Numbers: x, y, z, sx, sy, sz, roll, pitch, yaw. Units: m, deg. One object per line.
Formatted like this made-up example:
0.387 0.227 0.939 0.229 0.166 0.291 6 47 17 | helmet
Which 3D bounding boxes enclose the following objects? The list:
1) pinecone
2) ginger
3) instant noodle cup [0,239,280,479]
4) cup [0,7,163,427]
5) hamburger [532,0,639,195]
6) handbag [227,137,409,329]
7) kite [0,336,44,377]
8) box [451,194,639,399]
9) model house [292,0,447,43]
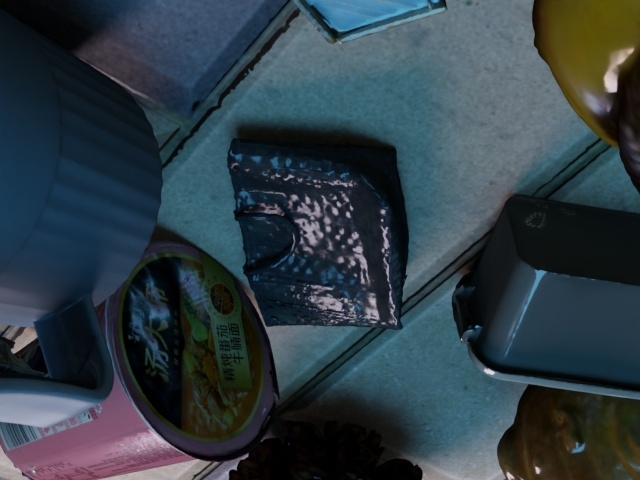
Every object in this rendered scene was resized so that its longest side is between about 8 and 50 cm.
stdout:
0.009 0.349 1.354 0.298 0.296 0.242 33 133 -6 | pinecone
0.335 0.232 1.262 0.200 0.223 0.269 -19 130 40 | ginger
-0.213 0.152 1.220 0.255 0.244 0.244 -26 130 35 | instant noodle cup
-0.272 -0.047 0.876 0.257 0.331 0.311 -54 158 5 | cup
0.367 -0.155 0.763 0.396 0.277 0.395 -27 152 -16 | hamburger
0.000 0.000 1.154 0.175 0.088 0.270 1 135 9 | handbag
-0.394 0.007 0.990 0.406 0.368 0.014 42 98 -10 | kite
0.269 0.054 1.156 0.243 0.163 0.135 10 125 -8 | box
0.038 -0.262 0.816 0.271 0.178 0.206 9 128 -12 | model house
